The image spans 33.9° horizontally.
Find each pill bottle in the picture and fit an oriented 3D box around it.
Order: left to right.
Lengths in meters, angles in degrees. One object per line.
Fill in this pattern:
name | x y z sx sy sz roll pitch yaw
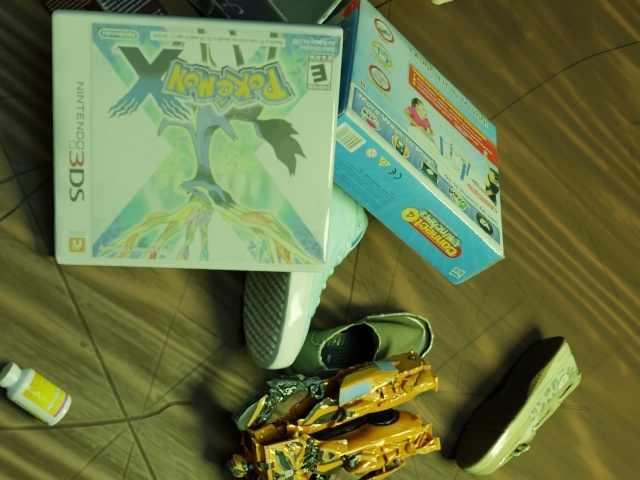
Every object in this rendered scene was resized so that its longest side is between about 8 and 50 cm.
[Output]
pill bottle | -0.335 0.177 1.224 0.083 0.043 0.043 42 65 -24

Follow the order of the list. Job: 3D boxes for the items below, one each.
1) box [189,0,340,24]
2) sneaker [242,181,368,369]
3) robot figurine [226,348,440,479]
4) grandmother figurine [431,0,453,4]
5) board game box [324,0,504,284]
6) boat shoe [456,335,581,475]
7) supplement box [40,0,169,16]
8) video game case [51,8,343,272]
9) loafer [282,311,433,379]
box | -0.096 -0.349 1.368 0.207 0.153 0.108 48 63 -20
sneaker | 0.000 0.000 1.410 0.150 0.135 0.366 16 78 -28
robot figurine | 0.017 0.256 1.385 0.291 0.085 0.211 -18 119 -23
grandmother figurine | 0.136 -0.415 1.550 0.342 0.104 0.208 -5 64 -41
board game box | 0.119 -0.142 1.445 0.308 0.086 0.302 40 34 -24
boat shoe | 0.315 0.266 1.612 0.285 0.104 0.089 -44 106 -29
supplement box | -0.251 -0.266 1.271 0.073 0.130 0.239 -46 111 -27
video game case | -0.146 -0.111 1.236 0.329 0.036 0.300 2 108 -6
loafer | 0.067 0.154 1.467 0.251 0.087 0.094 -10 91 -34
